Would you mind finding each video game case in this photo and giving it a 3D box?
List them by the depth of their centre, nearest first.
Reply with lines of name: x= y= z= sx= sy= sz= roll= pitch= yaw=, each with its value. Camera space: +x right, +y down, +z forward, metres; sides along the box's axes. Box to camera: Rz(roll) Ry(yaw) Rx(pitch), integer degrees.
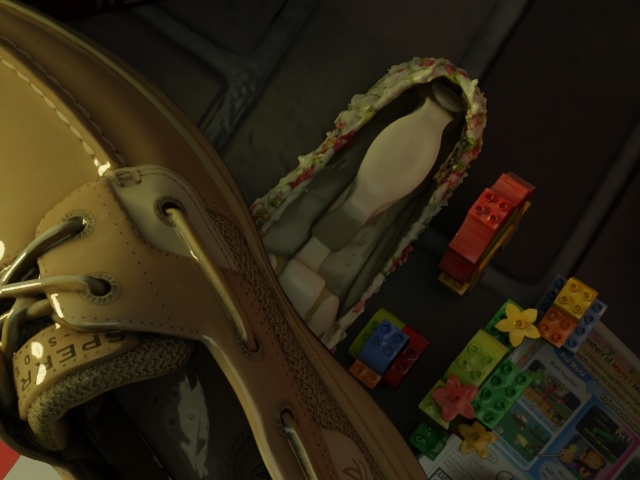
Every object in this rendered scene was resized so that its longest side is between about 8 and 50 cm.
video game case: x=0.140 y=0.131 z=0.535 sx=0.157 sy=0.019 sz=0.143 roll=44 pitch=81 yaw=-2

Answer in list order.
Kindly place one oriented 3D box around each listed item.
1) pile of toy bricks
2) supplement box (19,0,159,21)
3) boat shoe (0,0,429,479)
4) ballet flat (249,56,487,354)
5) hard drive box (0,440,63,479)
pile of toy bricks: x=0.066 y=0.072 z=0.471 sx=0.118 sy=0.105 sz=0.212 roll=35 pitch=80 yaw=15
supplement box: x=-0.091 y=-0.223 z=0.475 sx=0.194 sy=0.129 sz=0.191 roll=-14 pitch=87 yaw=-9
boat shoe: x=-0.079 y=0.031 z=0.397 sx=0.121 sy=0.110 sz=0.341 roll=-44 pitch=86 yaw=18
ballet flat: x=0.000 y=0.000 z=0.496 sx=0.091 sy=0.077 sz=0.241 roll=35 pitch=82 yaw=-5
hard drive box: x=-0.194 y=0.177 z=0.448 sx=0.181 sy=0.089 sz=0.232 roll=36 pitch=81 yaw=-5
